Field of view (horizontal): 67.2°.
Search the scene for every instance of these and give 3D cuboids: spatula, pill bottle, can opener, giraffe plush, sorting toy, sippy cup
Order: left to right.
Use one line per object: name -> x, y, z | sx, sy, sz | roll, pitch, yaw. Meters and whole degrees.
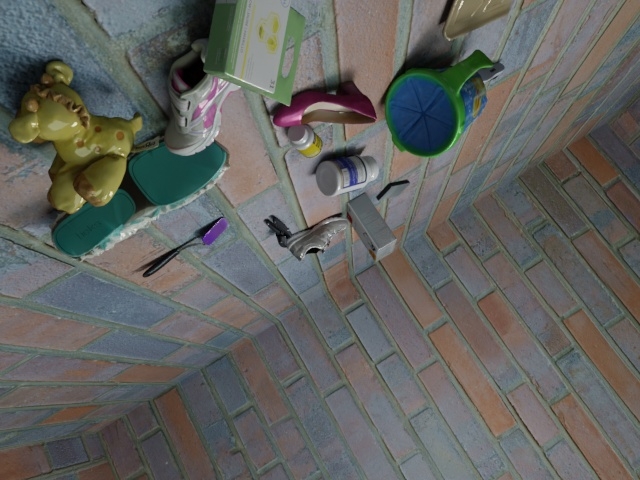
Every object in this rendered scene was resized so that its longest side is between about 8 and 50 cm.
giraffe plush -> -0.389, -0.164, 0.745 | 0.210, 0.182, 0.170 | -26, 144, 17
spatula -> -0.402, 0.027, 1.442 | 0.296, 0.030, 0.084 | -31, 166, -4
can opener -> -0.140, -0.038, 1.683 | 0.059, 0.073, 0.186 | -24, 154, 1
pill bottle -> -0.040, -0.256, 1.227 | 0.065, 0.065, 0.116 | -36, 163, 12
pill bottle -> 0.088, -0.209, 1.507 | 0.186, 0.112, 0.112 | -19, 159, -36
sippy cup -> 0.334, -0.374, 1.325 | 0.224, 0.240, 0.305 | -33, -154, -36
sorting toy -> 0.426, -0.611, 1.109 | 0.307, 0.041, 0.229 | -28, 158, -14

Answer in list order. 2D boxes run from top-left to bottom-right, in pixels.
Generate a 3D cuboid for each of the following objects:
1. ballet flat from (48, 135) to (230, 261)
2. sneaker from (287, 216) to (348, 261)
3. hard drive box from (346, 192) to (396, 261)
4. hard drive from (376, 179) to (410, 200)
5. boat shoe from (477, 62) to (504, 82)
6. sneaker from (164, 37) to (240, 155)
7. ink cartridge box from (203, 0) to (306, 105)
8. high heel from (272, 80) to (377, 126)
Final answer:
ballet flat -> -0.375, -0.105, 1.010 | 0.408, 0.147, 0.147 | -30, 163, 2
sneaker -> 0.000, 0.000, 1.931 | 0.281, 0.115, 0.105 | -26, 162, -18
hard drive box -> 0.203, -0.050, 1.949 | 0.089, 0.232, 0.181 | -29, 162, -7
hard drive -> 0.309, -0.213, 2.041 | 0.135, 0.022, 0.094 | -17, 157, -42
boat shoe -> 0.522, -0.517, 1.517 | 0.142, 0.049, 0.040 | -27, 163, -23
sneaker -> -0.226, -0.258, 0.851 | 0.111, 0.103, 0.252 | -7, 142, -52
ink cartridge box -> -0.083, -0.331, 0.803 | 0.235, 0.056, 0.171 | 0, 104, -58
high heel -> 0.013, -0.290, 1.132 | 0.244, 0.117, 0.082 | -24, 162, -26
